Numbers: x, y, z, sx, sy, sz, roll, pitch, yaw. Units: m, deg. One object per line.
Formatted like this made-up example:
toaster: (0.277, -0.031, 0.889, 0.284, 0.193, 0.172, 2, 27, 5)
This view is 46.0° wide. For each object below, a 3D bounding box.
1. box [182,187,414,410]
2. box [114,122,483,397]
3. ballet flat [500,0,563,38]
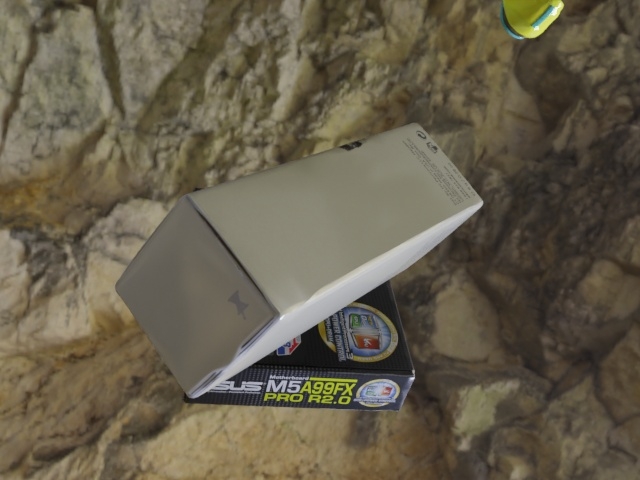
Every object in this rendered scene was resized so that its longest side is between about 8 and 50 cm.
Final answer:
box: (-0.034, 0.054, 0.804, 0.217, 0.060, 0.270, 5, -141, -12)
box: (0.000, 0.000, 0.546, 0.094, 0.113, 0.275, 53, -143, 10)
ballet flat: (0.252, -0.336, 0.870, 0.077, 0.230, 0.077, 20, 150, -24)
